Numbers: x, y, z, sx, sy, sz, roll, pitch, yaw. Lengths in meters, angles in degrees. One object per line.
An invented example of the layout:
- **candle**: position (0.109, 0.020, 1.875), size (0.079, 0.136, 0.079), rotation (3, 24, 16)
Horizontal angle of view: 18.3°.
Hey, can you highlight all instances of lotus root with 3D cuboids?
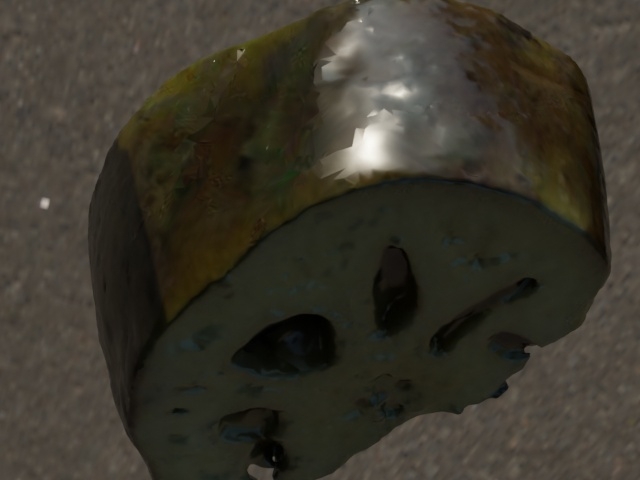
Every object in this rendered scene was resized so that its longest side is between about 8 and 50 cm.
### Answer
- **lotus root**: position (0.000, 0.000, 0.789), size (0.235, 0.138, 0.119), rotation (-29, 38, 16)
